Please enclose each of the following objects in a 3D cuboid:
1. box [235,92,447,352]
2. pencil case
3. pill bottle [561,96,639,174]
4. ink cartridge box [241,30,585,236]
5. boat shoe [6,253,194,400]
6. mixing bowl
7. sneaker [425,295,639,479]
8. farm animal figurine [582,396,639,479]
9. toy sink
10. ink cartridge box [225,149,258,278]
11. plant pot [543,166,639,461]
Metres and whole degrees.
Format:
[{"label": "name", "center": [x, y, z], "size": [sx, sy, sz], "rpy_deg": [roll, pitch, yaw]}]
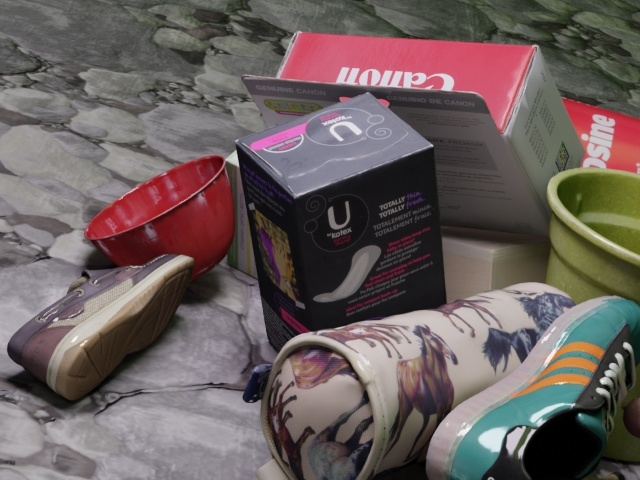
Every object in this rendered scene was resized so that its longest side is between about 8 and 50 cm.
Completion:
[{"label": "box", "center": [0.027, 0.008, 1.938], "size": [0.165, 0.270, 0.143], "rpy_deg": [-21, 37, -20]}, {"label": "pencil case", "center": [0.111, 0.146, 1.826], "size": [0.410, 0.183, 0.160], "rpy_deg": [-10, 68, -50]}, {"label": "pill bottle", "center": [0.286, -0.079, 2.417], "size": [0.408, 0.229, 0.229], "rpy_deg": [16, 22, 0]}, {"label": "ink cartridge box", "center": [0.106, -0.140, 2.068], "size": [0.310, 0.272, 0.130], "rpy_deg": [7, 60, 29]}, {"label": "boat shoe", "center": [-0.221, 0.071, 1.896], "size": [0.092, 0.102, 0.285], "rpy_deg": [26, 30, 12]}, {"label": "mixing bowl", "center": [-0.166, -0.010, 2.078], "size": [0.181, 0.098, 0.181], "rpy_deg": [-25, 17, 8]}, {"label": "sneaker", "center": [0.238, 0.160, 1.729], "size": [0.121, 0.108, 0.302], "rpy_deg": [20, 44, 39]}, {"label": "farm animal figurine", "center": [0.348, 0.260, 1.689], "size": [0.172, 0.330, 0.326], "rpy_deg": [2, 54, -39]}, {"label": "toy sink", "center": [0.229, 0.048, 2.168], "size": [0.234, 0.131, 0.153], "rpy_deg": [-9, 15, -40]}, {"label": "ink cartridge box", "center": [0.000, 0.000, 2.110], "size": [0.235, 0.171, 0.056], "rpy_deg": [27, 49, 24]}, {"label": "plant pot", "center": [0.343, 0.091, 2.020], "size": [0.276, 0.253, 0.276], "rpy_deg": [14, 23, -6]}]
